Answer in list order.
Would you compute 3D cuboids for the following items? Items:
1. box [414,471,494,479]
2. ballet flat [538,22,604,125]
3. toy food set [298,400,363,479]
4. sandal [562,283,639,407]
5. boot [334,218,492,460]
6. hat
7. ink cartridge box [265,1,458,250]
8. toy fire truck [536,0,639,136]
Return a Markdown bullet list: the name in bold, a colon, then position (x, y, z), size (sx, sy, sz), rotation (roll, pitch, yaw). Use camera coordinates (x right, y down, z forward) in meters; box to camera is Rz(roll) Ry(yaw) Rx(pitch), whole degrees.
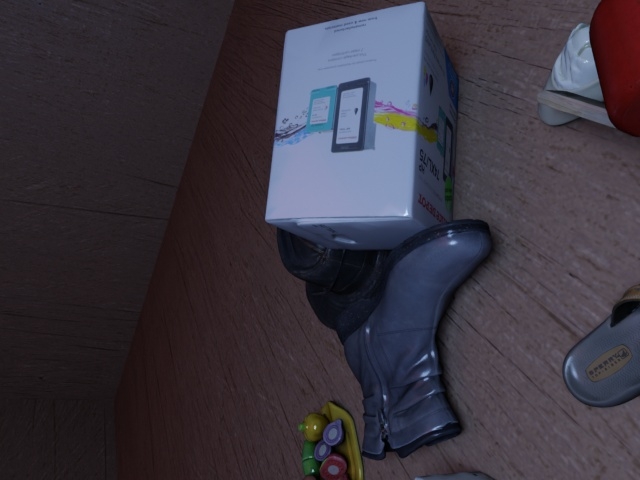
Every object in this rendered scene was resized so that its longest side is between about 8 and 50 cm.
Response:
- **box**: position (0.137, 0.400, 0.540), size (0.094, 0.113, 0.274), rotation (14, 94, 60)
- **ballet flat**: position (0.301, -0.207, 0.499), size (0.248, 0.086, 0.086), rotation (-40, 47, 49)
- **toy food set**: position (0.006, 0.370, 0.822), size (0.128, 0.071, 0.217), rotation (-51, 39, 40)
- **sandal**: position (0.287, 0.070, 0.443), size (0.219, 0.060, 0.089), rotation (-56, 36, 35)
- **boot**: position (0.138, 0.143, 0.654), size (0.338, 0.118, 0.222), rotation (119, 145, -49)
- **hat**: position (0.000, 0.000, 0.907), size (0.331, 0.134, 0.330), rotation (-28, 57, 55)
- **ink cartridge box**: position (0.068, -0.133, 0.698), size (0.197, 0.198, 0.269), rotation (0, 78, 27)
- **toy fire truck**: position (0.268, -0.126, 0.387), size (0.246, 0.217, 0.158), rotation (-31, 54, 54)
